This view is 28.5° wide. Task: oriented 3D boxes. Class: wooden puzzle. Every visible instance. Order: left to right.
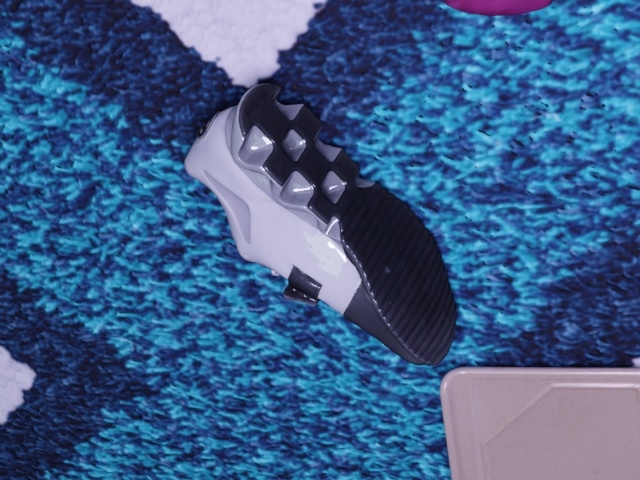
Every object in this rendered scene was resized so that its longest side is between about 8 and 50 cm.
[{"bbox_3d":[0.256,0.223,1.322,0.239,0.044,0.221,-4,116,14],"label":"wooden puzzle"}]

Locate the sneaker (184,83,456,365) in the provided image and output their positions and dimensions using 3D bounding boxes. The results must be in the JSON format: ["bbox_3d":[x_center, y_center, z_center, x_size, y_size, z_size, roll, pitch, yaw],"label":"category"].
[{"bbox_3d":[0.000,0.000,1.247,0.330,0.122,0.146,50,138,-13],"label":"sneaker"}]

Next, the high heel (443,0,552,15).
[{"bbox_3d":[0.159,-0.372,1.020,0.181,0.127,0.377,6,117,-25],"label":"high heel"}]
